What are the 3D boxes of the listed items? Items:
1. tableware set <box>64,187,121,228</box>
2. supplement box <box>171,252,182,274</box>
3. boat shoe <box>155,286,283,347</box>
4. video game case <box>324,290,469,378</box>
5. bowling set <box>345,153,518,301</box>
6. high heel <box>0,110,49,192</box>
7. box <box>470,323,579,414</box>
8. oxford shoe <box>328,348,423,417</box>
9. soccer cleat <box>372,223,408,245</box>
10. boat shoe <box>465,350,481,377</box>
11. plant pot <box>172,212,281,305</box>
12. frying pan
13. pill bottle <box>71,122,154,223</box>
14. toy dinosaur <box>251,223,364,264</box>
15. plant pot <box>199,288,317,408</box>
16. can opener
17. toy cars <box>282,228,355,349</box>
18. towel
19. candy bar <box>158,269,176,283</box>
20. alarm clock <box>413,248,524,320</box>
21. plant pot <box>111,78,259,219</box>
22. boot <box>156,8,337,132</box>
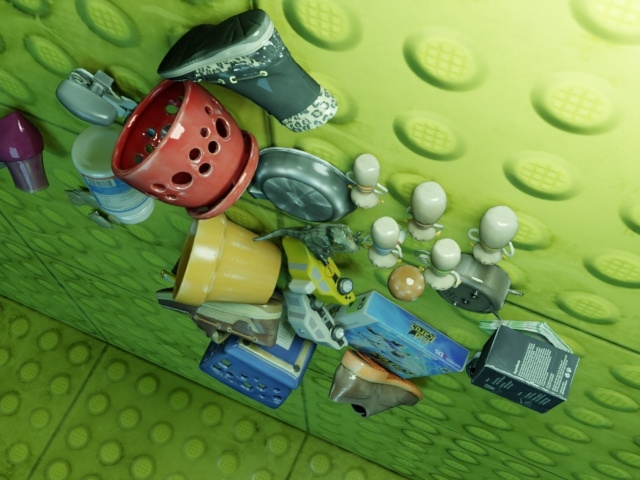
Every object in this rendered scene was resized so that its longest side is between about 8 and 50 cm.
[{"bbox_3d":[-0.557,-0.078,1.887,0.141,0.020,0.168,2,147,42],"label":"tableware set"},{"bbox_3d":[-0.246,0.068,1.803,0.130,0.073,0.239,37,154,-23],"label":"supplement box"},{"bbox_3d":[-0.237,0.175,1.724,0.342,0.123,0.123,6,-172,28],"label":"boat shoe"},{"bbox_3d":[0.158,0.222,1.723,0.269,0.061,0.244,33,157,-15],"label":"video game case"},{"bbox_3d":[0.136,0.013,1.157,0.287,0.200,0.154,25,158,12],"label":"bowling set"},{"bbox_3d":[-0.737,-0.234,1.697,0.377,0.127,0.181,16,126,32],"label":"high heel"},{"bbox_3d":[0.387,0.249,1.452,0.158,0.093,0.156,22,159,9],"label":"box"},{"bbox_3d":[0.135,0.374,1.899,0.130,0.132,0.364,33,-179,42],"label":"oxford shoe"},{"bbox_3d":[0.120,-0.016,1.310,0.029,0.035,0.083,52,170,-33],"label":"soccer cleat"},{"bbox_3d":[0.345,0.286,1.686,0.049,0.040,0.142,21,156,11],"label":"boat shoe"},{"bbox_3d":[-0.189,0.050,1.580,0.188,0.205,0.205,16,159,-15],"label":"plant pot"},{"bbox_3d":[-0.089,-0.104,1.323,0.326,0.053,0.197,14,154,18],"label":"frying pan"},{"bbox_3d":[-0.398,-0.124,1.500,0.124,0.124,0.221,21,156,11],"label":"pill bottle"},{"bbox_3d":[0.000,0.000,1.378,0.118,0.064,0.268,19,167,-38],"label":"toy dinosaur"},{"bbox_3d":[-0.130,0.252,1.883,0.236,0.236,0.212,31,149,-9],"label":"plant pot"},{"bbox_3d":[-0.319,-0.192,1.311,0.283,0.095,0.076,36,156,-20],"label":"can opener"},{"bbox_3d":[-0.022,0.126,1.594,0.176,0.087,0.393,35,152,19],"label":"toy cars"},{"bbox_3d":[0.393,0.191,1.463,0.113,0.023,0.152,41,153,-29],"label":"towel"},{"bbox_3d":[-0.323,0.111,1.860,0.161,0.018,0.040,23,157,8],"label":"candy bar"},{"bbox_3d":[0.245,0.069,1.321,0.192,0.064,0.129,31,156,-4],"label":"alarm clock"},{"bbox_3d":[-0.204,-0.138,1.194,0.174,0.191,0.191,35,156,-32],"label":"plant pot"},{"bbox_3d":[-0.105,-0.218,1.053,0.236,0.085,0.178,-1,147,46],"label":"boot"}]
